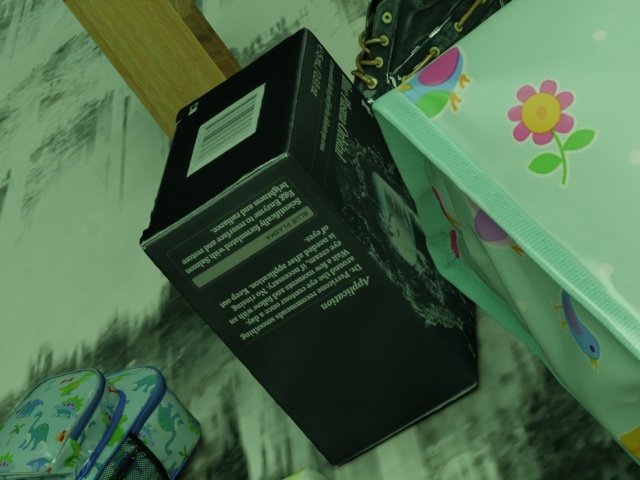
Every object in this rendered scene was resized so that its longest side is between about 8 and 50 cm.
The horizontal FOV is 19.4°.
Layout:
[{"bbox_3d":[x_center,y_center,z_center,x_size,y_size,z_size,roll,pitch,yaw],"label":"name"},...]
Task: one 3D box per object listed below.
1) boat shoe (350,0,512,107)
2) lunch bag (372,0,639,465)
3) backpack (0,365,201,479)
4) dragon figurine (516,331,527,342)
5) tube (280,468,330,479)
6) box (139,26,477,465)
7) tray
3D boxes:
[{"bbox_3d":[0.043,-0.115,1.222,0.183,0.083,0.065,-39,21,-1],"label":"boat shoe"},{"bbox_3d":[0.188,-0.004,0.652,0.223,0.160,0.262,-40,60,-9],"label":"lunch bag"},{"bbox_3d":[-0.127,0.118,1.029,0.105,0.084,0.114,-13,30,44],"label":"backpack"},{"bbox_3d":[0.173,-0.032,0.845,0.289,0.085,0.144,-46,22,-19],"label":"dragon figurine"},{"bbox_3d":[-0.091,0.184,0.857,0.240,0.062,0.070,-29,42,17],"label":"tube"},{"bbox_3d":[0.000,0.000,0.957,0.093,0.158,0.156,-32,23,19],"label":"box"},{"bbox_3d":[-0.136,-0.174,1.464,0.076,0.203,0.411,-37,21,2],"label":"tray"}]
